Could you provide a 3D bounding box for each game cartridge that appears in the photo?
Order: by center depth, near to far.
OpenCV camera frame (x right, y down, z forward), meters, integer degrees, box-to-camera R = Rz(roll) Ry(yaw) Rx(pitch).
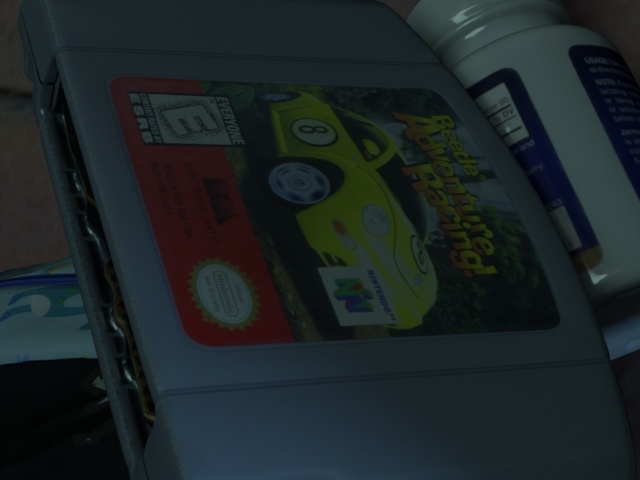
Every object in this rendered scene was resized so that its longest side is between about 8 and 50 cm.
[{"bbox_3d":[0.000,0.000,0.529,0.060,0.196,0.294,-62,39,40],"label":"game cartridge"}]

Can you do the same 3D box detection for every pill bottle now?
[{"bbox_3d":[0.110,-0.040,0.644,0.112,0.112,0.187,-32,62,26],"label":"pill bottle"}]

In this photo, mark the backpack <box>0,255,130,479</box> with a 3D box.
[{"bbox_3d":[-0.093,0.120,0.647,0.355,0.273,0.290,-21,102,53],"label":"backpack"}]
